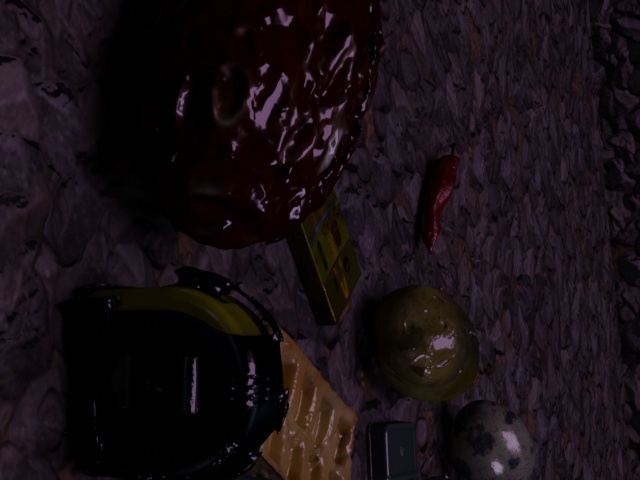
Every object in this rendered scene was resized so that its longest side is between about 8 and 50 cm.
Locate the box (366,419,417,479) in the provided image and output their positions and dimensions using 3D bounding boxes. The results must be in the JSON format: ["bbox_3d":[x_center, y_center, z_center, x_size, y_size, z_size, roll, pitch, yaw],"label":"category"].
[{"bbox_3d":[0.105,0.306,1.736,0.126,0.031,0.091,15,71,-63],"label":"box"}]

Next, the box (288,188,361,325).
[{"bbox_3d":[0.000,0.000,1.571,0.121,0.030,0.193,-61,138,-51],"label":"box"}]

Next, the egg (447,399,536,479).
[{"bbox_3d":[0.279,0.340,1.983,0.181,0.141,0.141,61,33,-34],"label":"egg"}]

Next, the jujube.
[{"bbox_3d":[-0.062,-0.178,1.236,0.258,0.259,0.376,58,30,-45],"label":"jujube"}]

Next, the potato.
[{"bbox_3d":[0.160,0.150,1.754,0.248,0.144,0.169,40,60,-58],"label":"potato"}]

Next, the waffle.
[{"bbox_3d":[-0.030,0.230,1.421,0.274,0.057,0.168,54,38,-48],"label":"waffle"}]

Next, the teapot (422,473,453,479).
[{"bbox_3d":[0.182,0.418,1.797,0.108,0.111,0.149,-63,137,-72],"label":"teapot"}]

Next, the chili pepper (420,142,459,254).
[{"bbox_3d":[0.197,-0.082,2.009,0.050,0.059,0.268,32,49,-13],"label":"chili pepper"}]

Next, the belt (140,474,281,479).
[{"bbox_3d":[-0.032,0.267,1.123,0.072,0.302,0.087,-61,157,-54],"label":"belt"}]

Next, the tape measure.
[{"bbox_3d":[-0.127,0.121,1.075,0.112,0.186,0.199,7,79,-73],"label":"tape measure"}]
